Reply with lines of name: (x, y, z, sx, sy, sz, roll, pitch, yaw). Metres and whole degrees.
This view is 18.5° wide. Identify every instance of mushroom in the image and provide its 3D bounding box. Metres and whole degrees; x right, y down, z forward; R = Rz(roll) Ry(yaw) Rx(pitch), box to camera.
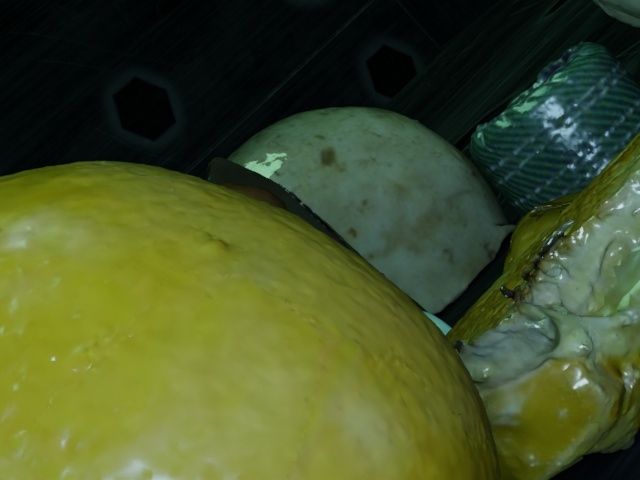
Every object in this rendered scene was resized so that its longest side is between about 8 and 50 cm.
mushroom: (0.000, 0.000, 1.495, 0.253, 0.189, 0.195, -36, 4, -18)

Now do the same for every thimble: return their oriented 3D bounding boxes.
thimble: (0.168, -0.070, 1.335, 0.118, 0.090, 0.135, -40, 2, -4)

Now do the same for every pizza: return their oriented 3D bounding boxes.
pizza: (0.124, 0.026, 0.862, 0.323, 0.089, 0.223, -46, 0, -14)

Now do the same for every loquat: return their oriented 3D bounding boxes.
loquat: (-0.068, 0.098, 0.713, 0.275, 0.275, 0.275, -42, 5, 4)

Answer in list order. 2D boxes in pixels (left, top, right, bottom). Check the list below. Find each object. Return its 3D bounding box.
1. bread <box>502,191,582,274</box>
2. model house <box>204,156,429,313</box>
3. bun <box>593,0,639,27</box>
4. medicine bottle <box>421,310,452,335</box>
bread: (0.141, 0.003, 1.137, 0.072, 0.053, 0.106, -36, 2, 25)
model house: (-0.050, 0.064, 1.318, 0.164, 0.203, 0.141, -55, -21, 22)
bun: (0.296, -0.264, 1.290, 0.359, 0.211, 0.360, -35, 5, 3)
medicine bottle: (-0.009, 0.134, 0.995, 0.229, 0.083, 0.121, -45, 3, -11)
